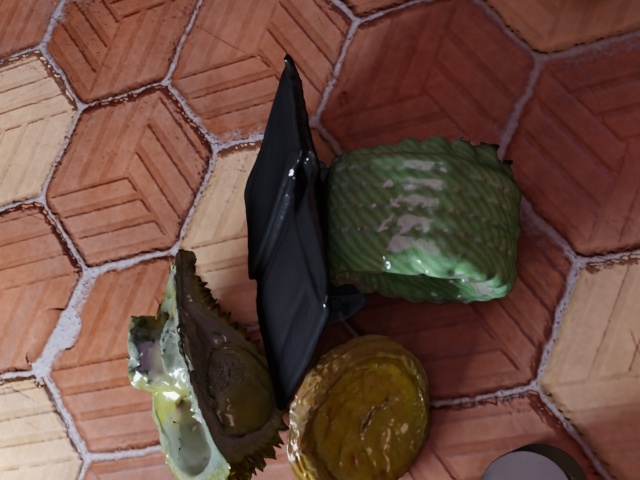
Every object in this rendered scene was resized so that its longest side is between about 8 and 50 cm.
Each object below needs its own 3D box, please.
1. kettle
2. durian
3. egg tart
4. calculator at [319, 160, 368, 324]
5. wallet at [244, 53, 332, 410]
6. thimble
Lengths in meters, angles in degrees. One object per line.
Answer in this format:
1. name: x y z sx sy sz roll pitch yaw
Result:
1. kettle: 0.198 0.246 0.783 0.127 0.148 0.098 24 87 25
2. durian: -0.144 0.163 0.925 0.172 0.166 0.306 -23 60 12
3. egg tart: 0.035 0.193 0.869 0.074 0.191 0.191 13 79 58
4. calculator: 0.000 0.000 0.980 0.121 0.039 0.210 -7 74 17
5. wallet: -0.040 -0.007 0.875 0.041 0.247 0.323 1 54 -20
6. thimble: 0.104 -0.019 0.852 0.219 0.219 0.150 2 77 21
